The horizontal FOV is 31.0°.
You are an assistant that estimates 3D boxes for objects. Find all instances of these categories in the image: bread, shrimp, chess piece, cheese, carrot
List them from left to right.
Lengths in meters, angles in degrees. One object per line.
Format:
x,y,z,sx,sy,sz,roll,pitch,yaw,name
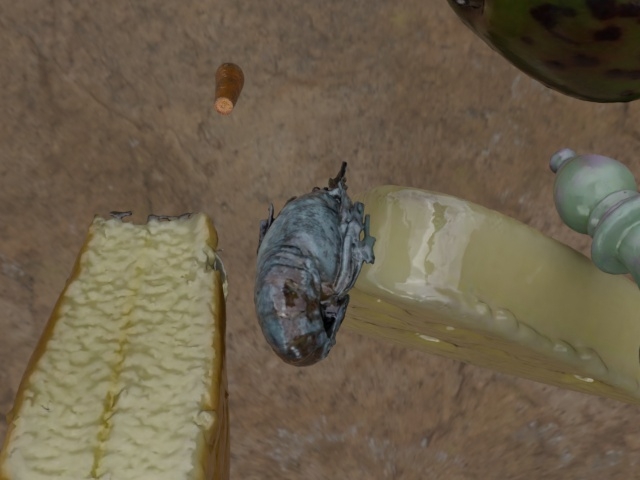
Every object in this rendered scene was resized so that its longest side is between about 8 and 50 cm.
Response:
-0.107,0.139,0.654,0.111,0.239,0.246,5,38,-2,bread
-0.097,-0.160,1.207,0.032,0.093,0.032,0,120,1,carrot
0.000,0.000,0.838,0.090,0.079,0.233,-14,31,23,shrimp
0.120,0.041,1.059,0.384,0.384,0.104,16,81,7,cheese
0.263,0.005,0.927,0.139,0.139,0.271,-28,45,-4,chess piece

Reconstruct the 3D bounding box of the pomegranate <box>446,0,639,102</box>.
0.161,-0.181,0.555,0.248,0.202,0.202,-31,76,-6,pomegranate
